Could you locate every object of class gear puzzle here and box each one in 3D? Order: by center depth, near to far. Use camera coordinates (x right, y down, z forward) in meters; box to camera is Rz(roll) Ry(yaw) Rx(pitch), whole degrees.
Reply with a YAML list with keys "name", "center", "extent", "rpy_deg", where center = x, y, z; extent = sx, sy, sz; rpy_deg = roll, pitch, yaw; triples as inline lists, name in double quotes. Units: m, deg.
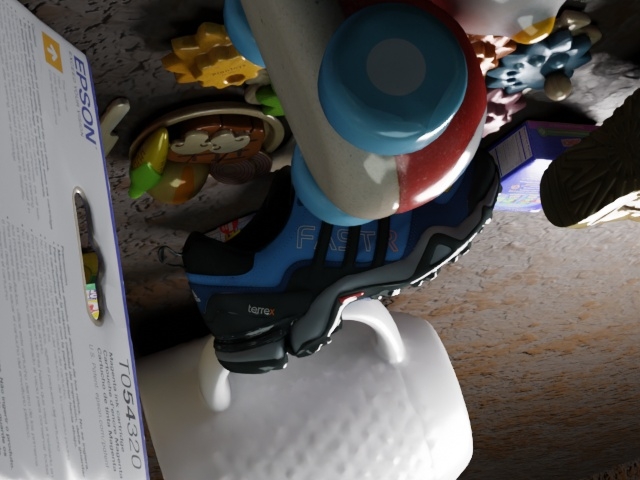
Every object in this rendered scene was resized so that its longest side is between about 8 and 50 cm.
- name: "gear puzzle"
  center: [0.045, -0.122, 1.045]
  extent: [0.339, 0.044, 0.175]
  rpy_deg: [2, 156, -35]

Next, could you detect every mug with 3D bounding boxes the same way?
- name: "mug"
  center: [-0.017, 0.183, 1.550]
  extent: [0.328, 0.276, 0.374]
  rpy_deg: [-17, 140, -7]

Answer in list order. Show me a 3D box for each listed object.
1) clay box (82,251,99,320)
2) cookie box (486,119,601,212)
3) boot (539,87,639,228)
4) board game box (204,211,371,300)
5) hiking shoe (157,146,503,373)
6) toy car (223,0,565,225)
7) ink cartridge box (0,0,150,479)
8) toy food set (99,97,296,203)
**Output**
- name: "clay box"
  center: [-0.267, 0.069, 1.367]
  extent: [0.127, 0.053, 0.222]
  rpy_deg: [-8, 158, -10]
- name: "cookie box"
  center: [0.191, -0.065, 1.288]
  extent: [0.092, 0.040, 0.107]
  rpy_deg: [2, 156, -34]
- name: "boot"
  center: [0.353, -0.073, 1.224]
  extent: [0.269, 0.089, 0.236]
  rpy_deg: [0, 164, -35]
- name: "board game box"
  center: [0.000, 0.000, 1.327]
  extent: [0.194, 0.060, 0.194]
  rpy_deg: [-2, 158, -27]
- name: "hiking shoe"
  center: [0.024, -0.015, 1.182]
  extent: [0.304, 0.132, 0.113]
  rpy_deg: [-34, -162, -24]
- name: "toy car"
  center: [0.081, -0.143, 0.818]
  extent: [0.238, 0.210, 0.219]
  rpy_deg: [-22, 172, -9]
- name: "ink cartridge box"
  center: [-0.208, -0.015, 0.780]
  extent: [0.071, 0.324, 0.330]
  rpy_deg: [-16, 159, 13]
- name: "toy food set"
  center: [-0.089, -0.066, 1.126]
  extent: [0.192, 0.038, 0.132]
  rpy_deg: [-2, 157, -27]
